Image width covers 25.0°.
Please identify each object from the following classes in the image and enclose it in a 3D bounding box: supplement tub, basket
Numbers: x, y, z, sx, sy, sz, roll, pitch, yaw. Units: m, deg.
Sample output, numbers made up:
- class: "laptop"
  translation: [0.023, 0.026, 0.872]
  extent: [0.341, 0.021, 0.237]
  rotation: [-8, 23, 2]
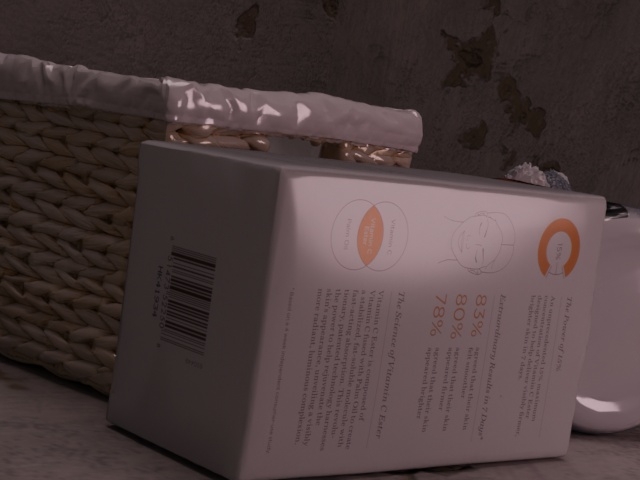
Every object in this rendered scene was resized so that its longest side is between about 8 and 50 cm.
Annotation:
- class: "supplement tub"
  translation: [0.206, 0.050, 1.404]
  extent: [0.207, 0.207, 0.338]
  rotation: [6, 6, -19]
- class: "basket"
  translation: [-0.142, -0.021, 1.310]
  extent: [0.331, 0.267, 0.328]
  rotation: [14, 8, 41]

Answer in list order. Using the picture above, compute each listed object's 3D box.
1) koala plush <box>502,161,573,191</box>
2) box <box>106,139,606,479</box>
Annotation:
- class: "koala plush"
  translation: [0.243, 0.018, 1.701]
  extent: [0.203, 0.221, 0.196]
  rotation: [11, 6, 26]
- class: "box"
  translation: [0.035, 0.050, 1.102]
  extent: [0.345, 0.215, 0.168]
  rotation: [4, 7, -41]
